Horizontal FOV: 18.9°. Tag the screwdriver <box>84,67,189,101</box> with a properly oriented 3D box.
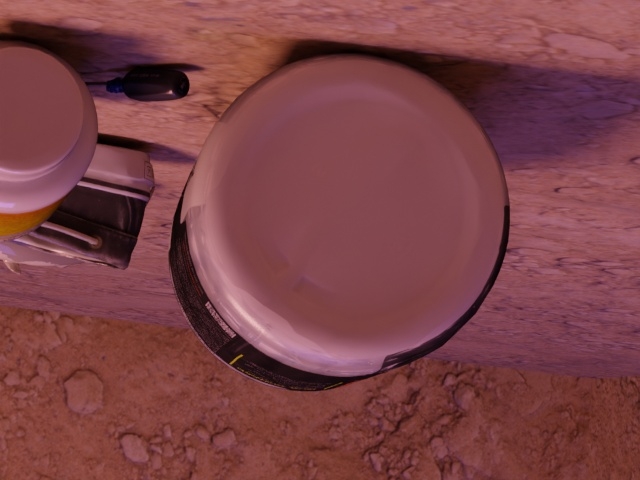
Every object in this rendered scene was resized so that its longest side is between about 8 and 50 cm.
[{"bbox_3d":[-0.158,-0.106,1.355,0.170,0.025,0.024,-2,169,39],"label":"screwdriver"}]

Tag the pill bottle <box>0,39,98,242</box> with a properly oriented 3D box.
[{"bbox_3d":[-0.218,-0.068,1.319,0.117,0.117,0.215,7,170,-14],"label":"pill bottle"}]

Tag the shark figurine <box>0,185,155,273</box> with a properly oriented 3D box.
[{"bbox_3d":[-0.269,-0.034,1.726,0.278,0.116,0.166,18,-159,-28],"label":"shark figurine"}]

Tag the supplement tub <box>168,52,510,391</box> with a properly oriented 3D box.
[{"bbox_3d":[0.000,0.000,1.350,0.207,0.207,0.338,7,172,-7],"label":"supplement tub"}]

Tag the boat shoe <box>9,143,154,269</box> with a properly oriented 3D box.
[{"bbox_3d":[-0.307,-0.040,1.593,0.335,0.119,0.121,7,172,-9],"label":"boat shoe"}]
